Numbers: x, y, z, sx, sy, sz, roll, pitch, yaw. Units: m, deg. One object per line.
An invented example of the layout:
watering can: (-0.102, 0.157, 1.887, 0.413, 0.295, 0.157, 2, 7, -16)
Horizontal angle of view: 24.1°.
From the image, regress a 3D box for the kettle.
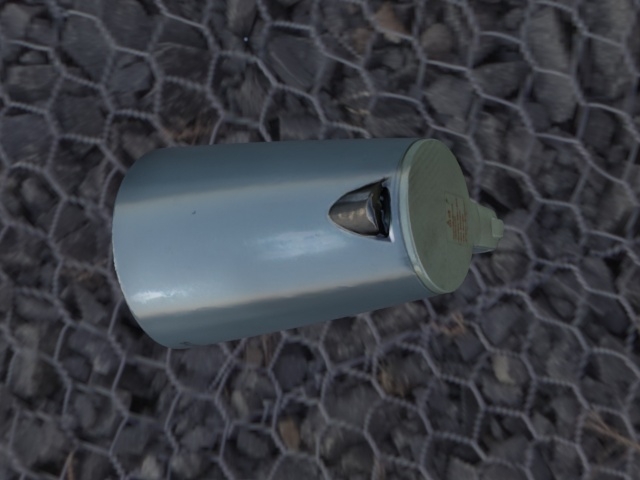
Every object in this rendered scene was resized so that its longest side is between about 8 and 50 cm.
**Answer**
kettle: (0.000, 0.000, 1.152, 0.243, 0.210, 0.160, -6, 77, 28)
